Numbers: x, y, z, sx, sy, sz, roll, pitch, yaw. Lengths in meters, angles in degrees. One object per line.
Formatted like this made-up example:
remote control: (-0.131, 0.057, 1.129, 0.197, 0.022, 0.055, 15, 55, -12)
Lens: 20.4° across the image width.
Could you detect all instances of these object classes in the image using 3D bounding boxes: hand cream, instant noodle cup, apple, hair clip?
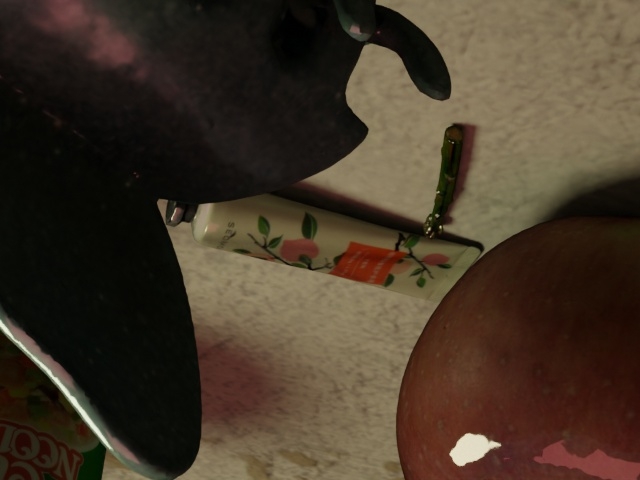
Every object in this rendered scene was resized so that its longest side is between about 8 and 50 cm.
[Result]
hand cream: (0.000, 0.000, 1.325, 0.234, 0.050, 0.080, 14, 144, -15)
instant noodle cup: (-0.267, 0.180, 1.500, 0.207, 0.233, 0.207, 8, 148, 5)
apple: (0.204, 0.110, 1.249, 0.305, 0.235, 0.306, 11, 146, 7)
hair clip: (-0.119, -0.130, 0.964, 0.238, 0.392, 0.318, -40, 123, 20)

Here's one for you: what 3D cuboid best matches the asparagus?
asparagus: (0.087, -0.038, 1.259, 0.018, 0.015, 0.127, 18, 147, 7)
